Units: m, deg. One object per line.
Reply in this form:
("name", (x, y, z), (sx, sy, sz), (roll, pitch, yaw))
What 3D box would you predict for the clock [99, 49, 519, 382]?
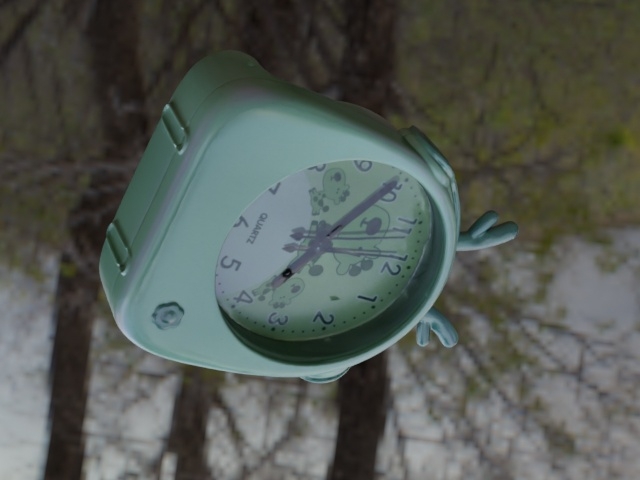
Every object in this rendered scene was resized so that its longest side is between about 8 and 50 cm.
("clock", (0.000, 0.000, 0.945), (0.211, 0.159, 0.066), (17, -155, -29))
